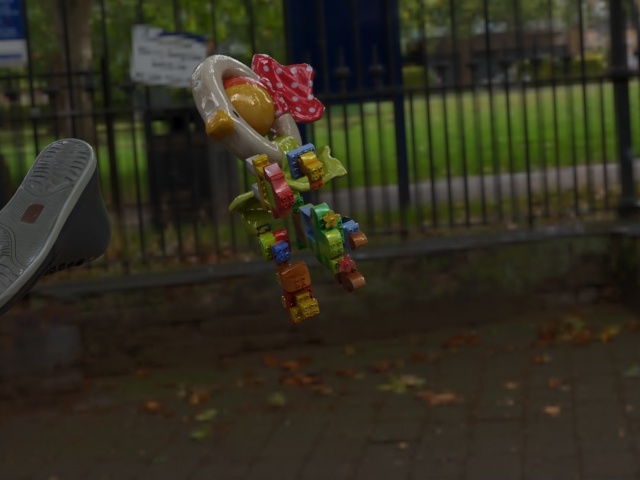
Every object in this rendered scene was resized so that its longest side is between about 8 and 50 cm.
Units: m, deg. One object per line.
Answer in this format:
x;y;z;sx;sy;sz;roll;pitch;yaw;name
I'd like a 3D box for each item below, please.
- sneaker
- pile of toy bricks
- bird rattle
-0.276;0.016;1.348;0.083;0.118;0.222;17;57;24;sneaker
0.000;0.000;1.458;0.118;0.212;0.105;-23;31;-18;pile of toy bricks
-0.068;-0.149;1.608;0.143;0.253;0.207;-30;-43;28;bird rattle
